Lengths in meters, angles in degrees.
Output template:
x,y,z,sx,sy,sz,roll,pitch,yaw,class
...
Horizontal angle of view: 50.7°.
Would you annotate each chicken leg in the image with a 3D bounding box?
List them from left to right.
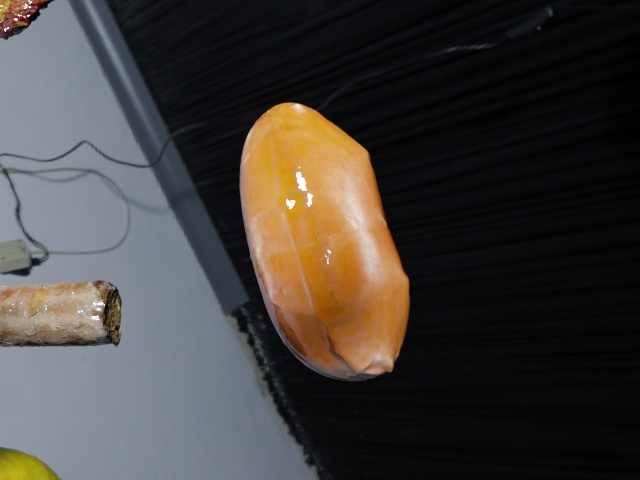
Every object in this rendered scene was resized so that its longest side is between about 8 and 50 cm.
x,y,z,sx,sy,sz,roll,pitch,yaw,class
-0.397,-0.367,0.962,0.083,0.323,0.177,47,22,-42,chicken leg

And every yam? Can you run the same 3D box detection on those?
x,y,z,sx,sy,sz,roll,pitch,yaw,class
-0.300,0.085,0.770,0.079,0.141,0.079,-4,90,-85,yam

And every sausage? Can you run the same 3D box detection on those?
x,y,z,sx,sy,sz,roll,pitch,yaw,class
-0.002,0.000,0.605,0.133,0.133,0.258,1,70,-54,sausage

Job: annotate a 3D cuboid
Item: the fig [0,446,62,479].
x,y,z,sx,sy,sz,roll,pitch,yaw,class
-0.470,0.445,0.862,0.343,0.344,0.343,17,69,-52,fig
